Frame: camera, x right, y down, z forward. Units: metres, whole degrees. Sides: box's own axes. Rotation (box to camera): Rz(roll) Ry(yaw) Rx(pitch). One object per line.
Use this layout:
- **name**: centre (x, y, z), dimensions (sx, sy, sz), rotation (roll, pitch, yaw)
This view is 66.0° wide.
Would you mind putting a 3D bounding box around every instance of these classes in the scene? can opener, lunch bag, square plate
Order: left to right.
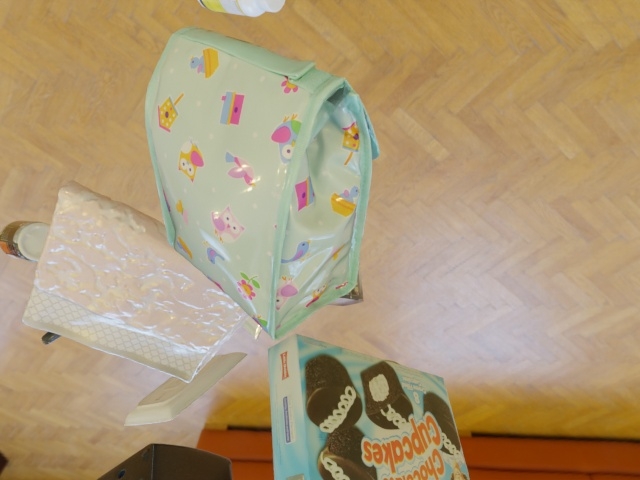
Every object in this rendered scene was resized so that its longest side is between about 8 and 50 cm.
- **can opener**: centre (-0.704, 0.224, 1.395), dimensions (0.073, 0.186, 0.059), rotation (38, 155, 8)
- **square plate**: centre (-0.462, 0.490, 1.669), dimensions (0.347, 0.344, 0.049), rotation (-24, 98, 42)
- **lunch bag**: centre (-0.064, -0.072, 0.515), dimensions (0.223, 0.160, 0.263), rotation (33, 134, 33)

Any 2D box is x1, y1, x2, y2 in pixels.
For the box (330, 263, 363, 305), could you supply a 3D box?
- **box**: centre (0.000, 0.000, 0.923), dimensions (0.056, 0.231, 0.183), rotation (-16, 162, 34)

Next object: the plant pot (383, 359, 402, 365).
- **plant pot**: centre (0.136, 0.404, 1.006), dimensions (0.274, 0.294, 0.275), rotation (-2, 133, -2)

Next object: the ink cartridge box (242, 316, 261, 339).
- **ink cartridge box**: centre (-0.196, 0.094, 1.349), dimensions (0.060, 0.275, 0.239), rotation (-3, 122, -49)

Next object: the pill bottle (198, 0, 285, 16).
- **pill bottle**: centre (-0.167, -0.529, 1.032), dimensions (0.184, 0.103, 0.103), rotation (20, 133, 26)

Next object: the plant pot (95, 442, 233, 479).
- **plant pot**: centre (-0.258, 0.436, 0.779), dimensions (0.187, 0.188, 0.167), rotation (-34, 122, 6)

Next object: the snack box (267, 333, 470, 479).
- **snack box**: centre (0.074, 0.248, 0.633), dimensions (0.060, 0.187, 0.321), rotation (-33, 139, 32)

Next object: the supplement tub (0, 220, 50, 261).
- **supplement tub**: centre (-0.858, 0.000, 1.441), dimensions (0.190, 0.117, 0.117), rotation (5, 135, 41)

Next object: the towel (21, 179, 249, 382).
- **towel**: centre (-0.295, 0.093, 0.810), dimensions (0.331, 0.053, 0.317), rotation (27, 124, -18)
